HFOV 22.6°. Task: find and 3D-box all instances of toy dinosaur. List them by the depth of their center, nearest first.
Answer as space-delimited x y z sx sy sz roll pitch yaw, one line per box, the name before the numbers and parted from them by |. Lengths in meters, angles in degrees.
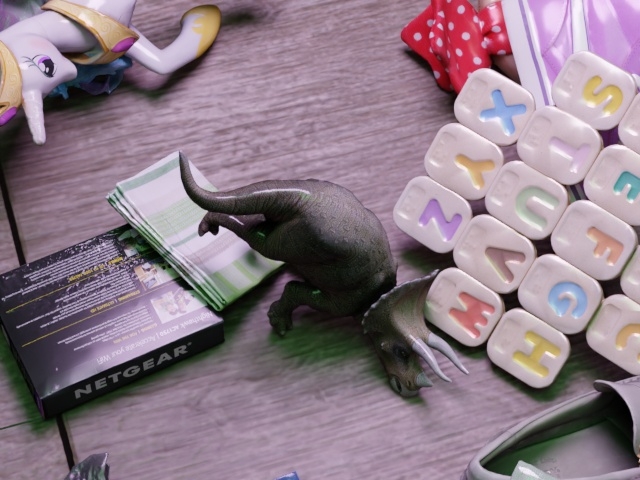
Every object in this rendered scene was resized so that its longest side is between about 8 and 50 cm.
toy dinosaur | 0.000 0.000 1.393 0.160 0.313 0.121 -11 39 36

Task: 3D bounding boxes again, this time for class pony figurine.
pony figurine | -0.264 -0.271 1.532 0.363 0.303 0.351 -33 74 -36

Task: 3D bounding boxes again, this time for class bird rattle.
bird rattle | 0.216 -0.231 1.588 0.207 0.143 0.253 31 65 -3

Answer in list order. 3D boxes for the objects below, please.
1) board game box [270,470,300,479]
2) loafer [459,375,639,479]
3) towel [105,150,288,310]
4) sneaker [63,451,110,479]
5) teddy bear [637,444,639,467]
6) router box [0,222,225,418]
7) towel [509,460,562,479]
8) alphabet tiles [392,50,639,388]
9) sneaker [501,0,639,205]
board game box | -0.081 0.285 1.292 0.201 0.035 0.136 -20 70 -24
loafer | 0.265 0.167 1.351 0.319 0.111 0.112 -23 49 -16
towel | -0.109 -0.013 1.463 0.152 0.023 0.113 44 41 9
sneaker | -0.193 0.265 1.319 0.089 0.051 0.170 -18 59 -9
teddy bear | 0.291 0.309 1.261 0.245 0.113 0.338 -7 78 11
router box | -0.193 0.064 1.439 0.179 0.046 0.133 -23 62 -15
towel | 0.247 0.344 1.191 0.325 0.038 0.248 23 86 18
alphabet tiles | 0.212 -0.018 1.419 0.278 0.021 0.284 33 102 15
sneaker | 0.276 -0.115 1.465 0.161 0.102 0.282 -15 87 15
